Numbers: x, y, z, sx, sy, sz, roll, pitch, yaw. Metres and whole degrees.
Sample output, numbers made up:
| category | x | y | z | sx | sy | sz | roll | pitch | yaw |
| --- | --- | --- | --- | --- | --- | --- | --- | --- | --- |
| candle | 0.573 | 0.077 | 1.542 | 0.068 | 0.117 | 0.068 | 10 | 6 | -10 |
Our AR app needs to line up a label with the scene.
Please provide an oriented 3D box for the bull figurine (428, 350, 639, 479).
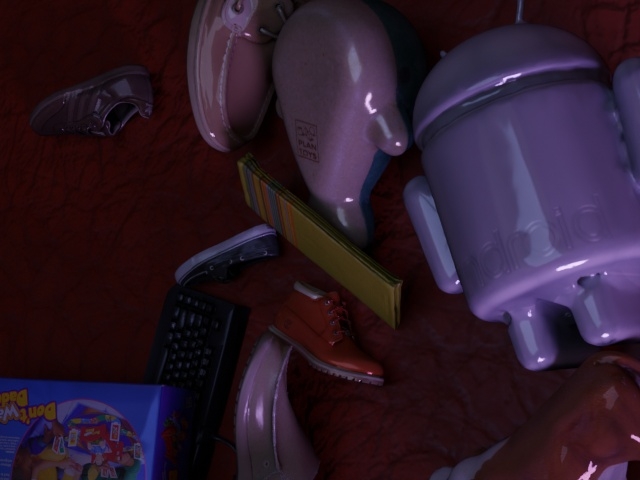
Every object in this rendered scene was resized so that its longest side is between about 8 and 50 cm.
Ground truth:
| category | x | y | z | sx | sy | sz | roll | pitch | yaw |
| --- | --- | --- | --- | --- | --- | --- | --- | --- | --- |
| bull figurine | 0.230 | 0.232 | 1.168 | 0.188 | 0.101 | 0.310 | 41 | 130 | 6 |

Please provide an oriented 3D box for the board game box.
| category | x | y | z | sx | sy | sz | roll | pitch | yaw |
| --- | --- | --- | --- | --- | --- | --- | --- | --- | --- |
| board game box | -0.326 | 0.282 | 1.470 | 0.347 | 0.078 | 0.233 | 0 | 79 | 24 |

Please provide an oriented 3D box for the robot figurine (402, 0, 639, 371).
| category | x | y | z | sx | sy | sz | roll | pitch | yaw |
| --- | --- | --- | --- | --- | --- | --- | --- | --- | --- |
| robot figurine | 0.208 | -0.057 | 1.189 | 0.300 | 0.200 | 0.353 | -29 | 70 | 35 |

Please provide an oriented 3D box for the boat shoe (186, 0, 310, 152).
| category | x | y | z | sx | sy | sz | roll | pitch | yaw |
| --- | --- | --- | --- | --- | --- | --- | --- | --- | --- |
| boat shoe | -0.066 | -0.268 | 1.427 | 0.110 | 0.122 | 0.341 | 7 | 86 | 32 |

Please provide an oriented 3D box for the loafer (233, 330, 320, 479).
| category | x | y | z | sx | sy | sz | roll | pitch | yaw |
| --- | --- | --- | --- | --- | --- | --- | --- | --- | --- |
| loafer | -0.045 | 0.229 | 1.362 | 0.092 | 0.102 | 0.268 | 4 | 105 | 4 |

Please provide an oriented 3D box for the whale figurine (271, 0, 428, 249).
| category | x | y | z | sx | sy | sz | roll | pitch | yaw |
| --- | --- | --- | --- | --- | --- | --- | --- | --- | --- |
| whale figurine | 0.041 | -0.132 | 1.357 | 0.216 | 0.141 | 0.272 | 20 | 118 | 49 |

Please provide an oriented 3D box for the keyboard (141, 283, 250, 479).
| category | x | y | z | sx | sy | sz | roll | pitch | yaw |
| --- | --- | --- | --- | --- | --- | --- | --- | --- | --- |
| keyboard | -0.146 | 0.225 | 1.466 | 0.201 | 0.033 | 0.317 | 16 | 93 | 31 |

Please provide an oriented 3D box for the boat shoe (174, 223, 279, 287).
| category | x | y | z | sx | sy | sz | roll | pitch | yaw |
| --- | --- | --- | --- | --- | --- | --- | --- | --- | --- |
| boat shoe | -0.110 | 0.027 | 1.459 | 0.142 | 0.049 | 0.040 | -28 | 71 | 23 |

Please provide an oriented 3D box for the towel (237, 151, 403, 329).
| category | x | y | z | sx | sy | sz | roll | pitch | yaw |
| --- | --- | --- | --- | --- | --- | --- | --- | --- | --- |
| towel | 0.000 | 0.000 | 1.364 | 0.237 | 0.102 | 0.021 | 40 | 71 | 23 |

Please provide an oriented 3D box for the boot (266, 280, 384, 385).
| category | x | y | z | sx | sy | sz | roll | pitch | yaw |
| --- | --- | --- | --- | --- | --- | --- | --- | --- | --- |
| boot | 0.014 | 0.102 | 1.371 | 0.158 | 0.059 | 0.084 | 28 | 93 | 32 |

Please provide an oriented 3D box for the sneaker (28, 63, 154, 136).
| category | x | y | z | sx | sy | sz | roll | pitch | yaw |
| --- | --- | --- | --- | --- | --- | --- | --- | --- | --- |
| sneaker | -0.293 | -0.159 | 1.582 | 0.188 | 0.066 | 0.071 | -22 | 74 | 27 |
